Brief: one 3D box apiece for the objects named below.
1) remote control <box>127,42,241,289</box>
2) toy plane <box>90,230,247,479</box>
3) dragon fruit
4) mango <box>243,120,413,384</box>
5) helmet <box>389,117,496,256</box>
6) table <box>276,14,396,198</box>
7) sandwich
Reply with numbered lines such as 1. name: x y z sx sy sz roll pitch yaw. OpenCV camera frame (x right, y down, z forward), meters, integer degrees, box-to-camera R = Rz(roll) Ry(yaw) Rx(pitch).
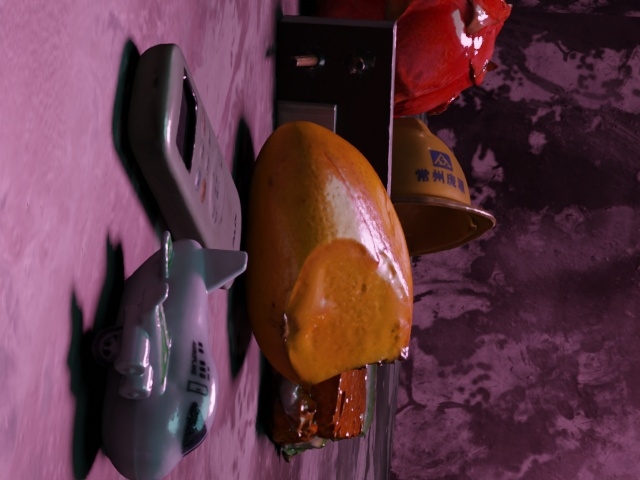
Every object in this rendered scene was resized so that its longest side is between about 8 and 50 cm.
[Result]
1. remote control: -0.097 -0.048 1.281 0.309 0.038 0.090 76 19 -68
2. toy plane: -0.101 0.077 1.146 0.174 0.080 0.174 6 90 -82
3. dragon fruit: 0.105 -0.267 2.028 0.241 0.252 0.241 42 32 -34
4. mango: 0.000 0.000 1.677 0.187 0.138 0.257 -22 116 -37
5. helmet: 0.083 -0.070 2.003 0.257 0.205 0.140 -24 -119 53
6. table: 0.011 -0.104 1.798 0.111 0.122 0.240 -66 159 -70
7. sandwich: 0.004 0.121 1.917 0.212 0.109 0.292 -22 116 -83
